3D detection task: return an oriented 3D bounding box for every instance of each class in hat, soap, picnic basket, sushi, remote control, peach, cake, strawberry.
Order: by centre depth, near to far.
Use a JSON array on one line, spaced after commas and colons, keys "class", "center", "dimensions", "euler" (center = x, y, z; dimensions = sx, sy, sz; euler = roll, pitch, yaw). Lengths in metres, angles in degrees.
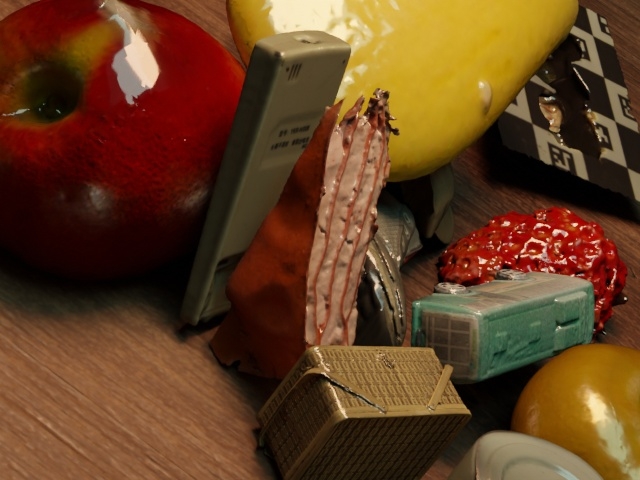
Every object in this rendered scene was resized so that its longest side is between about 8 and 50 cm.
[{"class": "picnic basket", "center": [0.038, 0.157, 1.210], "dimensions": [0.164, 0.115, 0.079], "euler": [3, 46, -36]}, {"class": "cake", "center": [0.005, 0.001, 1.232], "dimensions": [0.098, 0.287, 0.135], "euler": [13, 16, -42]}, {"class": "remote control", "center": [-0.056, -0.053, 1.251], "dimensions": [0.038, 0.285, 0.123], "euler": [31, 27, 24]}, {"class": "peach", "center": [-0.194, -0.094, 1.305], "dimensions": [0.281, 0.281, 0.338], "euler": [44, 2, 17]}, {"class": "peach", "center": [0.300, 0.215, 1.328], "dimensions": [0.251, 0.153, 0.251], "euler": [15, 50, -19]}, {"class": "soap", "center": [0.082, -0.234, 1.431], "dimensions": [0.427, 0.115, 0.306], "euler": [-39, 97, -38]}, {"class": "hat", "center": [0.115, -0.086, 1.550], "dimensions": [0.166, 0.144, 0.173], "euler": [44, 32, 20]}, {"class": "strawberry", "center": [0.251, 0.021, 1.559], "dimensions": [0.237, 0.111, 0.190], "euler": [2, 47, -36]}, {"class": "sushi", "center": [0.298, -0.198, 1.904], "dimensions": [0.296, 0.100, 0.373], "euler": [18, 47, -31]}]

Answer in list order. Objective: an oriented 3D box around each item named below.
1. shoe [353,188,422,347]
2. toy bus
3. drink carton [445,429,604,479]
[{"class": "shoe", "center": [0.037, 0.014, 1.400], "dimensions": [0.171, 0.132, 0.336], "euler": [18, 32, -36]}, {"class": "toy bus", "center": [0.183, 0.084, 1.377], "dimensions": [0.109, 0.091, 0.262], "euler": [7, 11, 37]}, {"class": "drink carton", "center": [0.140, 0.262, 1.103], "dimensions": [0.191, 0.189, 0.185], "euler": [21, 30, -18]}]
